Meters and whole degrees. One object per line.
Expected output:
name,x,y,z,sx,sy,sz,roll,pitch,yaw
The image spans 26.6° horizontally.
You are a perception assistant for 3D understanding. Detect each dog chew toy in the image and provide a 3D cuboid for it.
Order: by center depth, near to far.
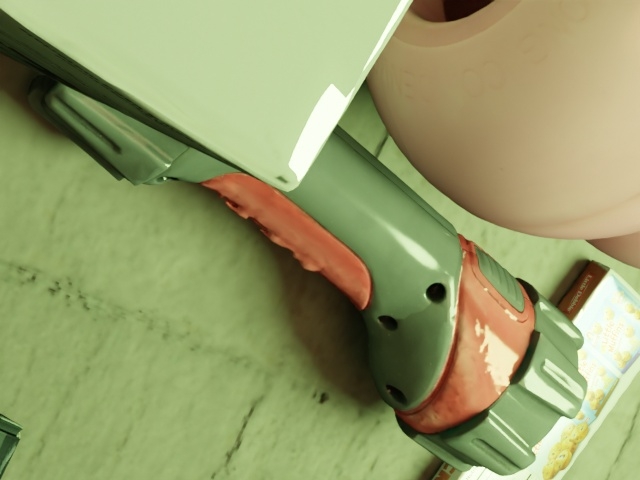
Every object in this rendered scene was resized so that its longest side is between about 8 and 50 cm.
dog chew toy,0.174,-0.077,0.664,0.332,0.206,0.206,24,92,-41

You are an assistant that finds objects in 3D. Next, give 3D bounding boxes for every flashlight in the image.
flashlight,0.000,0.000,0.650,0.304,0.103,0.103,37,70,-26

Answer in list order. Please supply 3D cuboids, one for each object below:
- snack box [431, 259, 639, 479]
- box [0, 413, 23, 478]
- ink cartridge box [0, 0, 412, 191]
snack box,0.129,0.101,0.782,0.064,0.022,0.178,40,84,-29
box,-0.235,0.142,0.533,0.175,0.051,0.220,39,72,-52
ink cartridge box,-0.061,-0.155,0.469,0.117,0.278,0.201,33,87,-33
